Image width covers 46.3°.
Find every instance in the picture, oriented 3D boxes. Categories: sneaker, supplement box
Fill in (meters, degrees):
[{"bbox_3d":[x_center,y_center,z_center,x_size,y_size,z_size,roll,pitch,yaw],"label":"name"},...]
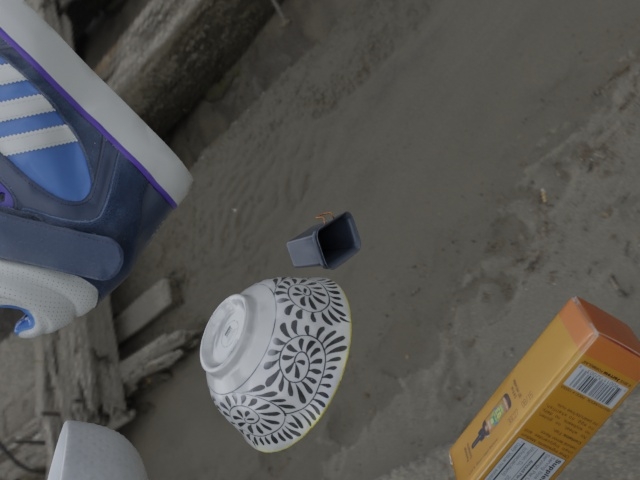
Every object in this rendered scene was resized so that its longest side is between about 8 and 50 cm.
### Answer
[{"bbox_3d":[-0.289,-0.067,0.617,0.236,0.323,0.130,-49,18,-11],"label":"sneaker"},{"bbox_3d":[0.228,0.177,0.769,0.233,0.080,0.078,-56,13,21],"label":"supplement box"}]

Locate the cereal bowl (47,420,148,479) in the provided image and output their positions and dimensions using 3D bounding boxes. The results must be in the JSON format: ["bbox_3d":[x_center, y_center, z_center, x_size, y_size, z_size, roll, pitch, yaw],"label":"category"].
[{"bbox_3d":[-0.284,0.405,0.936,0.339,0.141,0.339,-167,90,-71],"label":"cereal bowl"}]

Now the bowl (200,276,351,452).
[{"bbox_3d":[-0.057,0.098,0.680,0.170,0.080,0.170,-37,38,37],"label":"bowl"}]

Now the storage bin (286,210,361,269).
[{"bbox_3d":[0.000,0.000,1.451,0.091,0.135,0.098,-11,104,35],"label":"storage bin"}]
